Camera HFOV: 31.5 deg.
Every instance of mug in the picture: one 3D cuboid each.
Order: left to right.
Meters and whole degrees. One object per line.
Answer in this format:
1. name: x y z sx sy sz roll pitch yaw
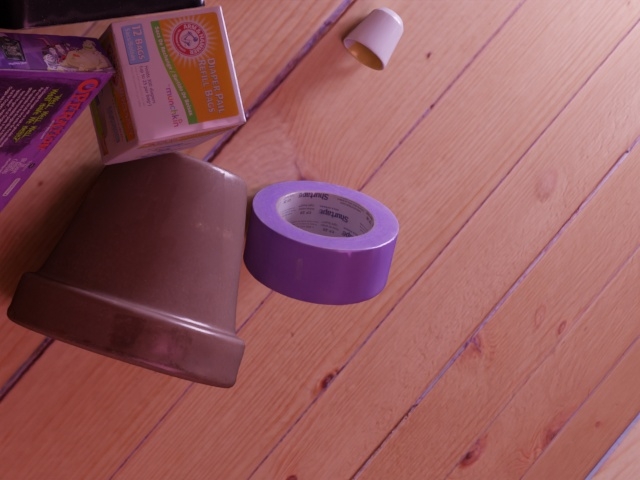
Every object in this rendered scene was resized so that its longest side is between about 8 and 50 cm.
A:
1. mug: 0.069 -0.258 1.430 0.062 0.078 0.064 38 79 -18

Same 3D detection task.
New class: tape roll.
1. tape roll: 0.000 0.000 1.437 0.189 0.189 0.080 -11 124 -38

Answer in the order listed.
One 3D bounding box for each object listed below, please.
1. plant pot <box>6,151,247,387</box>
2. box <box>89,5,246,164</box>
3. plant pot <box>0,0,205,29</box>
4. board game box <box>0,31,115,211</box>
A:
1. plant pot: -0.186 0.018 1.255 0.263 0.263 0.229 22 84 -49
2. box: -0.156 -0.145 1.090 0.103 0.203 0.114 -13 93 -20
3. plant pot: -0.235 -0.287 1.020 0.188 0.188 0.166 -17 113 -35
4. board game box: -0.358 -0.060 1.018 0.208 0.056 0.347 -2 148 -49
